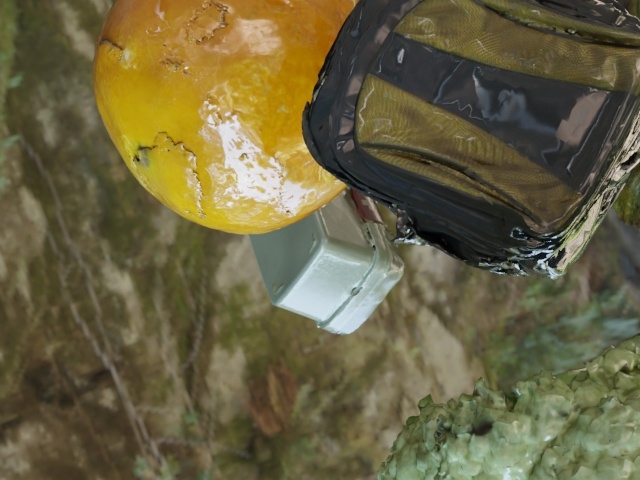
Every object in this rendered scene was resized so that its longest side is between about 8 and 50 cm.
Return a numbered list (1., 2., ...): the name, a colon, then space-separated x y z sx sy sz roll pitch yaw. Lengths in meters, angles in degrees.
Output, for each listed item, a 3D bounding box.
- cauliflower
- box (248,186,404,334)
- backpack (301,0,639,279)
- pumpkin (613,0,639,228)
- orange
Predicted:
1. cauliflower: 0.179 0.127 0.634 0.275 0.272 0.250 28 -127 12
2. box: 0.000 0.000 1.489 0.148 0.129 0.210 -52 -143 26
3. backpack: 0.097 -0.087 0.804 0.258 0.133 0.206 27 -97 33
4. pumpkin: 0.388 -0.159 1.258 0.190 0.280 0.139 -16 -166 -38
5. orange: -0.066 -0.128 1.002 0.246 0.246 0.246 -17 -168 4
